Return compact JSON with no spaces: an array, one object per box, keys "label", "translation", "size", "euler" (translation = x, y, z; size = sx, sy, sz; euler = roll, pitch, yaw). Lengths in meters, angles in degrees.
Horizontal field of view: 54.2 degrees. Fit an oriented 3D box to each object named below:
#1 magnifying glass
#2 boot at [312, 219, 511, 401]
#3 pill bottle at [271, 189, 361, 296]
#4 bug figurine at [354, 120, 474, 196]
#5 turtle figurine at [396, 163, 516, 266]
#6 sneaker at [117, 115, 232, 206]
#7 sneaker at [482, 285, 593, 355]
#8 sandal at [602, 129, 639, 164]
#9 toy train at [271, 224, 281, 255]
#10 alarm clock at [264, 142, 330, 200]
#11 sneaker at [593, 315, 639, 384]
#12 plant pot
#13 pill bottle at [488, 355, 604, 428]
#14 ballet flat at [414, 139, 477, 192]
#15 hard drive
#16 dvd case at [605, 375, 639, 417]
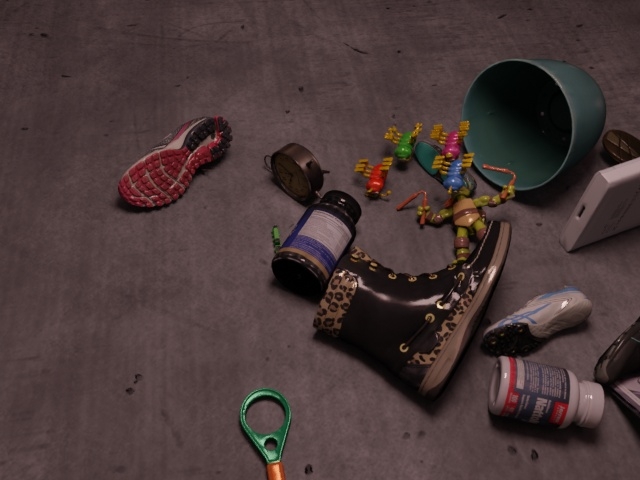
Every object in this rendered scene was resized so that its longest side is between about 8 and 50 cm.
[{"label":"magnifying glass","translation":[-0.084,0.366,1.089],"size":[0.092,0.026,0.230],"euler":[-9,52,-9]},{"label":"boot","translation":[0.183,0.084,1.215],"size":[0.284,0.138,0.377],"euler":[24,77,18]},{"label":"pill bottle","translation":[0.000,0.000,1.307],"size":[0.123,0.122,0.219],"euler":[23,55,14]},{"label":"bug figurine","translation":[0.230,-0.181,1.424],"size":[0.279,0.072,0.216],"euler":[3,51,34]},{"label":"turtle figurine","translation":[0.311,-0.040,1.376],"size":[0.270,0.087,0.217],"euler":[-14,55,14]},{"label":"sneaker","translation":[-0.340,-0.183,1.452],"size":[0.299,0.120,0.112],"euler":[-41,35,-27]},{"label":"sneaker","translation":[0.421,0.157,1.241],"size":[0.237,0.085,0.086],"euler":[-19,30,-12]},{"label":"sandal","translation":[0.778,-0.185,1.527],"size":[0.219,0.060,0.090],"euler":[34,64,5]},{"label":"toy train","translation":[-0.095,0.000,1.364],"size":[0.017,0.023,0.083],"euler":[-7,54,-7]},{"label":"alarm clock","translation":[-0.064,-0.163,1.432],"size":[0.192,0.129,0.064],"euler":[22,51,39]},{"label":"sneaker","translation":[0.632,0.200,1.197],"size":[0.267,0.101,0.106],"euler":[-33,63,-24]},{"label":"plant pot","translation":[0.517,-0.284,1.458],"size":[0.235,0.293,0.293],"euler":[-19,54,-35]},{"label":"pill bottle","translation":[0.402,0.277,1.122],"size":[0.180,0.108,0.107],"euler":[11,53,6]},{"label":"ballet flat","translation":[0.302,-0.173,1.499],"size":[0.070,0.070,0.188],"euler":[-26,60,-20]},{"label":"hard drive","translation":[0.705,-0.108,1.349],"size":[0.353,0.233,0.047],"euler":[-18,56,-15]},{"label":"dvd case","translation":[0.661,0.285,1.126],"size":[0.222,0.018,0.164],"euler":[-5,17,-6]}]
